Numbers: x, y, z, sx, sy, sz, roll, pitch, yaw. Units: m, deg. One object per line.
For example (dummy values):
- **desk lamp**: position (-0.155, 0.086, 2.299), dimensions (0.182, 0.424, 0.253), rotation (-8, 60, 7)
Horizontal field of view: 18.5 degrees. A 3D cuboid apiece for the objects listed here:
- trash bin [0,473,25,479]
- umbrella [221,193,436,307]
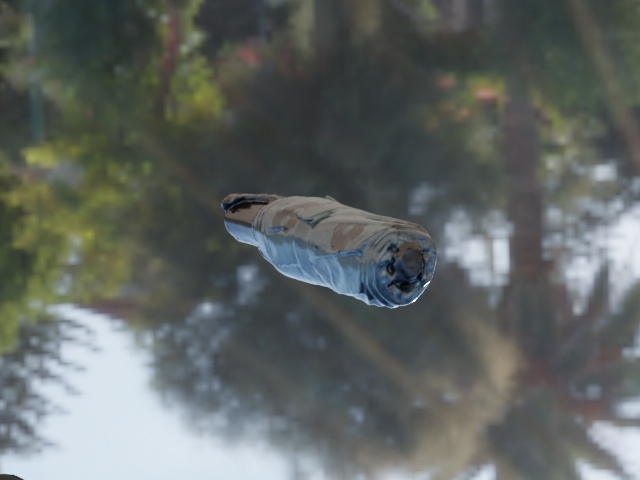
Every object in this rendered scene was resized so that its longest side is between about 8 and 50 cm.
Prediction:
- **trash bin**: position (-0.207, 0.255, 1.081), dimensions (0.115, 0.225, 0.165), rotation (-3, -129, -29)
- **umbrella**: position (0.001, 0.002, 1.234), dimensions (0.052, 0.053, 0.250), rotation (-13, -169, -23)
